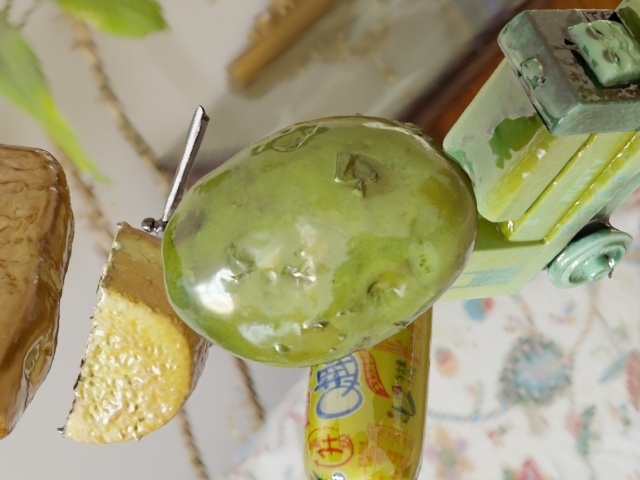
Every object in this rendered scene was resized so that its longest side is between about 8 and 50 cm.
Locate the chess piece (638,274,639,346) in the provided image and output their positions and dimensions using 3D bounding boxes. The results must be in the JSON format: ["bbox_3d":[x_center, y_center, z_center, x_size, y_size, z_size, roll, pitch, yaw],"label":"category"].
[{"bbox_3d":[0.245,0.144,0.998,0.195,0.299,0.194,-2,5,0],"label":"chess piece"}]

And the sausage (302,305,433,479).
[{"bbox_3d":[0.050,0.127,1.756,0.123,0.123,0.347,-23,48,36],"label":"sausage"}]

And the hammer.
[{"bbox_3d":[-0.149,-0.075,1.949,0.021,0.065,0.178,-87,15,-59],"label":"hammer"}]

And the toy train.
[{"bbox_3d":[0.221,-0.081,1.588,0.253,0.160,0.397,-4,-31,-34],"label":"toy train"}]

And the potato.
[{"bbox_3d":[0.000,0.000,1.365,0.253,0.186,0.148,-9,19,12],"label":"potato"}]

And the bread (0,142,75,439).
[{"bbox_3d":[-0.380,0.059,1.471,0.337,0.148,0.328,-2,42,-2],"label":"bread"}]

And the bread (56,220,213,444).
[{"bbox_3d":[-0.185,0.112,1.801,0.143,0.140,0.229,-71,0,-59],"label":"bread"}]
